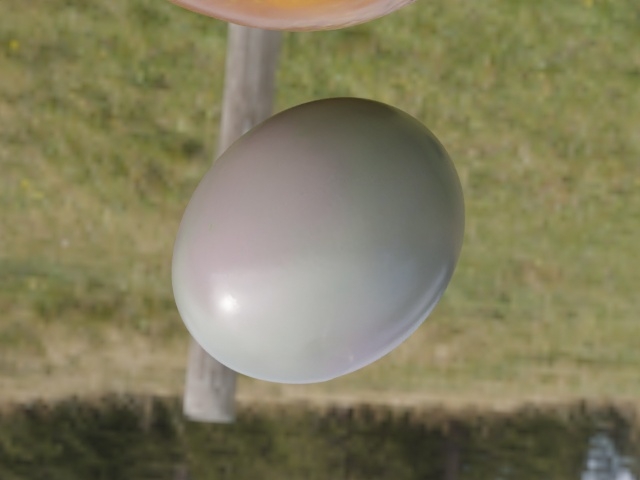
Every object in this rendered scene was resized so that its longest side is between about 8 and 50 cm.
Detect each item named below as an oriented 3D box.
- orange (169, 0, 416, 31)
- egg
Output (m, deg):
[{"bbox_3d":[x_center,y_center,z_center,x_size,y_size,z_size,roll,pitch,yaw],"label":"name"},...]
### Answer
[{"bbox_3d":[-0.017,-0.218,0.862,0.246,0.246,0.246,4,172,1],"label":"orange"},{"bbox_3d":[0.000,0.000,0.718,0.103,0.103,0.135,-5,-152,45],"label":"egg"}]
